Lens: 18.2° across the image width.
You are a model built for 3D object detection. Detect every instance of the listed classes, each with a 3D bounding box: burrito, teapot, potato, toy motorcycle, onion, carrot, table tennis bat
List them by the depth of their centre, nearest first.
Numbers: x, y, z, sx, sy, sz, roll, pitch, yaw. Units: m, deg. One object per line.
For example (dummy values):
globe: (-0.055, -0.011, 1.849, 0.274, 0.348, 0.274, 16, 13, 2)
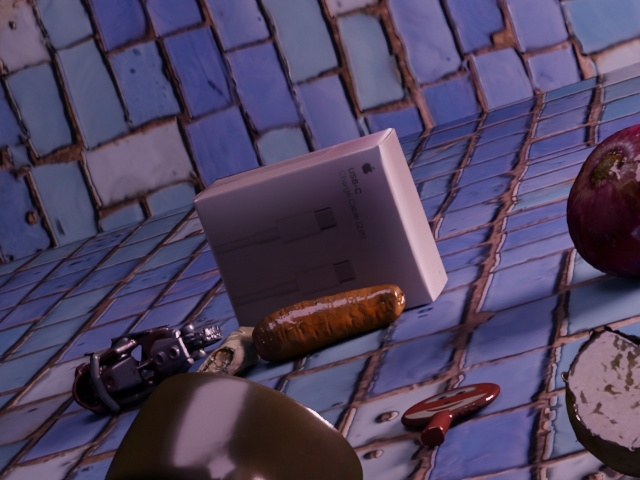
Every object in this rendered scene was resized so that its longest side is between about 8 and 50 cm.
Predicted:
teapot: (-0.083, 0.223, 1.501, 0.175, 0.185, 0.267, -62, 2, -32)
potato: (0.262, 0.150, 1.520, 0.172, 0.089, 0.100, 24, 56, 29)
table tennis bat: (0.117, 0.161, 1.858, 0.098, 0.019, 0.155, -16, 7, 16)
onion: (0.346, -0.039, 2.133, 0.177, 0.153, 0.177, -18, 27, 9)
carrot: (0.009, 0.091, 2.310, 0.186, 0.060, 0.060, -20, 10, 0)
burrito: (-0.105, 0.137, 2.311, 0.041, 0.055, 0.149, 16, 19, 15)
toy motorcycle: (-0.213, 0.145, 2.343, 0.213, 0.082, 0.122, -26, 2, 40)

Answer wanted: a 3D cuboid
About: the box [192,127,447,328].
box: (0.000, 0.000, 2.398, 0.252, 0.203, 0.106, -16, 11, 16)
